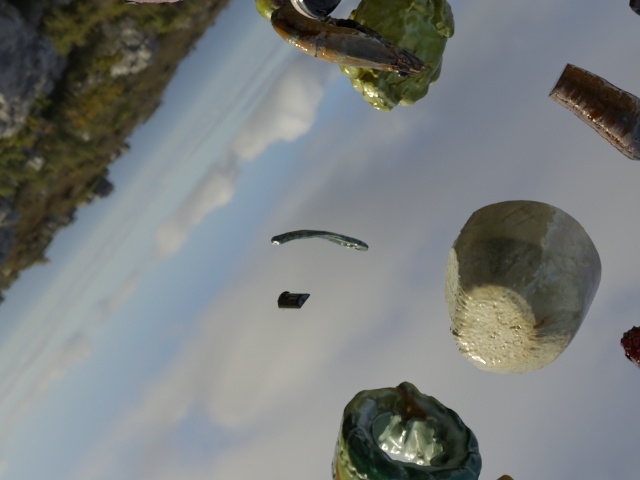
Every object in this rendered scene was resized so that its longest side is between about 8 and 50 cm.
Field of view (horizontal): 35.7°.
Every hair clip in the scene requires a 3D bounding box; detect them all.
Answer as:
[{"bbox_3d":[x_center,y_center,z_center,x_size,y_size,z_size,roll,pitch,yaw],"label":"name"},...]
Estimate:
[{"bbox_3d":[0.001,-0.002,1.993,0.066,0.229,0.036,7,-88,55],"label":"hair clip"}]

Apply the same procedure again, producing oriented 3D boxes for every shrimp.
[{"bbox_3d":[0.046,-0.346,1.715,0.063,0.287,0.152,-65,-153,27],"label":"shrimp"}]

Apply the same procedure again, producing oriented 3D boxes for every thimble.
[{"bbox_3d":[0.151,0.391,1.777,0.288,0.254,0.167,-100,-161,-59],"label":"thimble"}]

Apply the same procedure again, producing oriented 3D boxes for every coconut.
[{"bbox_3d":[0.464,0.107,2.335,0.415,0.344,0.415,-60,165,-28],"label":"coconut"}]

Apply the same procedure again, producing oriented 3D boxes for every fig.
[{"bbox_3d":[-0.095,-0.462,1.913,0.093,0.093,0.166,-52,-155,-5],"label":"fig"}]

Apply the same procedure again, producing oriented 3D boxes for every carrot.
[{"bbox_3d":[0.450,-0.204,1.550,0.087,0.193,0.087,-50,177,-3],"label":"carrot"}]

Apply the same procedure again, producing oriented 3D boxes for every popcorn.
[{"bbox_3d":[0.144,-0.392,1.989,0.250,0.235,0.242,-55,152,-3],"label":"popcorn"}]

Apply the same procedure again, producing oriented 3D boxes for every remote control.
[{"bbox_3d":[-0.043,0.088,1.476,0.034,0.016,0.091,-51,-165,-16],"label":"remote control"}]

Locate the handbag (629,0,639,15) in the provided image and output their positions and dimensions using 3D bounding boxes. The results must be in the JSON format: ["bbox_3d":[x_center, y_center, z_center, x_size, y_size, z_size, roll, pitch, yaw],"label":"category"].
[{"bbox_3d":[0.726,-0.583,2.059,0.252,0.193,0.190,-63,-141,33],"label":"handbag"}]

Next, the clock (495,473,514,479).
[{"bbox_3d":[0.385,0.564,1.908,0.096,0.202,0.143,-29,149,-20],"label":"clock"}]

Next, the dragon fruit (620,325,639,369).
[{"bbox_3d":[0.634,0.211,1.781,0.094,0.190,0.094,-32,133,-41],"label":"dragon fruit"}]

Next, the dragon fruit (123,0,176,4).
[{"bbox_3d":[-0.410,-0.712,2.588,0.282,0.147,0.211,-8,176,30],"label":"dragon fruit"}]

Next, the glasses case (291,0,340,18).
[{"bbox_3d":[0.033,-0.492,1.516,0.122,0.075,0.315,24,87,-59],"label":"glasses case"}]
